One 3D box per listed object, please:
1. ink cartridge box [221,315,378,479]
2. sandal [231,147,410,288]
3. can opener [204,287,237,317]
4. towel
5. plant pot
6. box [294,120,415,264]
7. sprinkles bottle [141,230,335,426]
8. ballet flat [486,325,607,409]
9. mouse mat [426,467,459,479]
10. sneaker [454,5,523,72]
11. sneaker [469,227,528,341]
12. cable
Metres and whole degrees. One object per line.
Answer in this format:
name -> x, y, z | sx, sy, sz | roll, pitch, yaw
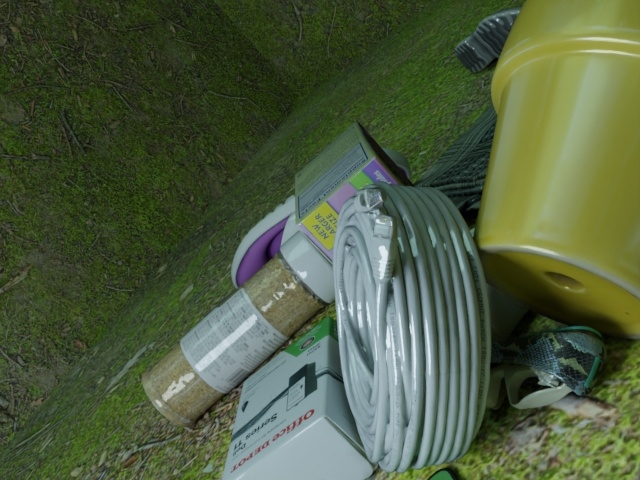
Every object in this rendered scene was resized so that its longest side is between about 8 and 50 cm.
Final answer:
ink cartridge box -> -0.019, 0.201, 0.842 | 0.153, 0.087, 0.208 | -39, 16, 15
sandal -> -0.012, -0.003, 1.284 | 0.416, 0.169, 0.102 | -44, 48, 33
can opener -> -0.131, 0.078, 1.478 | 0.280, 0.093, 0.074 | -45, 15, 9
towel -> 0.269, -0.153, 1.139 | 0.324, 0.056, 0.312 | -47, 16, -11
plant pot -> 0.244, -0.059, 0.625 | 0.238, 0.254, 0.254 | -63, 20, -15
box -> 0.081, -0.017, 0.937 | 0.117, 0.213, 0.243 | -41, 15, 11
sprinkles bottle -> -0.119, 0.141, 1.196 | 0.355, 0.121, 0.121 | -42, 15, 4
ballet flat -> 0.163, 0.117, 0.664 | 0.070, 0.070, 0.188 | -52, 14, -31
mouse mat -> 0.074, 0.268, 0.579 | 0.153, 0.007, 0.189 | -43, 16, 0
sneaker -> 0.377, -0.435, 1.538 | 0.115, 0.105, 0.281 | -46, 15, -11
sneaker -> 0.221, 0.001, 0.770 | 0.121, 0.099, 0.262 | -16, 31, 50
cable -> 0.070, 0.074, 0.680 | 0.089, 0.256, 0.257 | -6, 6, -9
